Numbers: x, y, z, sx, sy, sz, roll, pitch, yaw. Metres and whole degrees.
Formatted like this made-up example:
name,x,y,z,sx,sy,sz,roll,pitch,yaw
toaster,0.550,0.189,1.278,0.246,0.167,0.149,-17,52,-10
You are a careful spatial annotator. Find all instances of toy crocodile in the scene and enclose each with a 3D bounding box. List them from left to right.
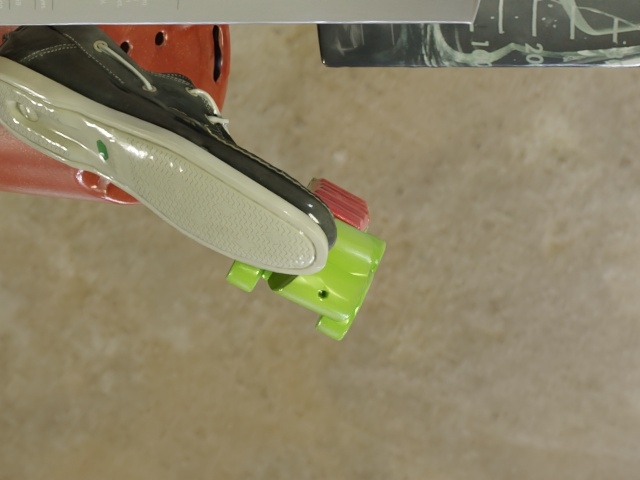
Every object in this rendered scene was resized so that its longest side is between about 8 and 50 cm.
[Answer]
name,x,y,z,sx,sy,sz,roll,pitch,yaw
toy crocodile,0.000,0.000,1.526,0.115,0.340,0.105,29,102,-2

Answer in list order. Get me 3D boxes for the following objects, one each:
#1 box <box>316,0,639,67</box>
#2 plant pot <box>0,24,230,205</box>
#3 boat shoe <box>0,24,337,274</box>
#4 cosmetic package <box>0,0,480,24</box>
name,x,y,z,sx,sy,sz,roll,pitch,yaw
box,0.231,-0.417,1.523,0.472,0.297,0.480,1,119,14
plant pot,-0.230,-0.146,1.360,0.265,0.272,0.272,13,131,32
boat shoe,-0.084,-0.062,1.000,0.233,0.079,0.084,30,149,15
cosmetic package,-0.051,-0.162,0.766,0.238,0.127,0.107,2,124,-12
